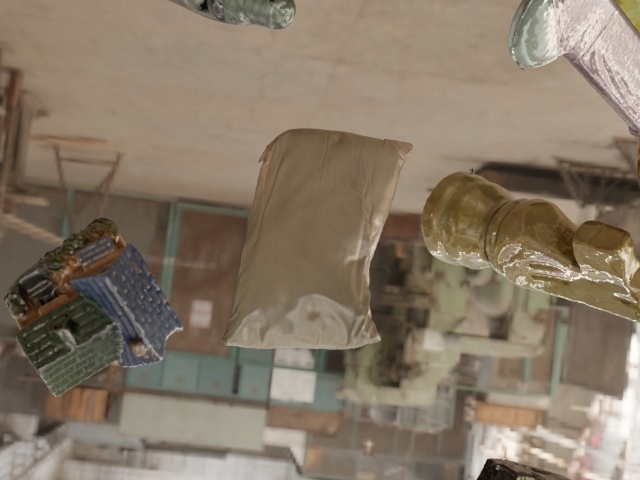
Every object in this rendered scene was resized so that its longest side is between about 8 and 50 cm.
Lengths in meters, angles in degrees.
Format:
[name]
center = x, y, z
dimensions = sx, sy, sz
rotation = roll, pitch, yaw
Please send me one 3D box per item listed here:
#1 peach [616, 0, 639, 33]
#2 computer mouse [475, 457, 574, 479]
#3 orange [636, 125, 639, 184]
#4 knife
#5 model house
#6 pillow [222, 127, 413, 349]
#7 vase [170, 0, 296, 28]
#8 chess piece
[peach]
center = 0.403, -0.403, 1.409
dimensions = 0.281, 0.314, 0.315
rotation = -30, 158, -7
[computer mouse]
center = 0.232, 0.313, 1.190
dimensions = 0.073, 0.122, 0.217
rotation = -2, 163, 45
[orange]
center = 0.359, -0.076, 0.766
dimensions = 0.264, 0.264, 0.264
rotation = 6, 176, 0
[knife]
center = 0.296, -0.176, 1.060
dimensions = 0.399, 0.132, 0.038
rotation = 24, -163, -51
[model house]
center = -0.287, 0.095, 1.332
dimensions = 0.183, 0.166, 0.172
rotation = -32, -155, -10
[pillow]
center = 0.000, 0.000, 1.179
dimensions = 0.173, 0.270, 0.067
rotation = 10, 163, 0
[vase]
center = -0.090, -0.221, 0.911
dimensions = 0.060, 0.060, 0.211
rotation = 10, -165, -42
[chess piece]
center = 0.271, 0.010, 1.285
dimensions = 0.137, 0.137, 0.301
rotation = 11, -170, -45
